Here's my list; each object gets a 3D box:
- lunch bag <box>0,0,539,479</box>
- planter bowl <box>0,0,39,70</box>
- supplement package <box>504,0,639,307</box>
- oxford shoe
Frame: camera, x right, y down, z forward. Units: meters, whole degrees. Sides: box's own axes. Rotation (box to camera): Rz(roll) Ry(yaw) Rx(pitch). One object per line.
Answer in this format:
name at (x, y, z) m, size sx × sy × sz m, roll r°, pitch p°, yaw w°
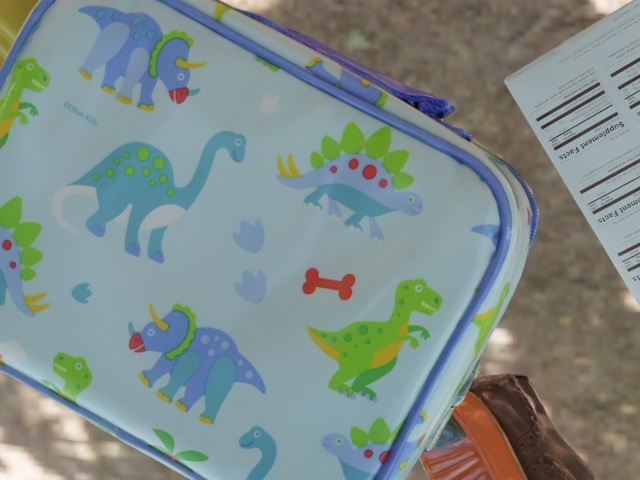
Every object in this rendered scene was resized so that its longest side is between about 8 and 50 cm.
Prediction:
lunch bag at (-0.034, 0.000, 0.727) m, size 0.219 × 0.176 × 0.090 m, roll 28°, pitch -172°, yaw 11°
planter bowl at (-0.199, -0.073, 1.158) m, size 0.217 × 0.090 × 0.217 m, roll 39°, pitch 155°, yaw 22°
supplement package at (0.282, -0.090, 1.381) m, size 0.149 × 0.203 × 0.194 m, roll -30°, pitch -179°, yaw 35°
oxford shoe at (0.169, 0.210, 1.243) m, size 0.098 × 0.271 × 0.097 m, roll -19°, pitch 166°, yaw -34°
